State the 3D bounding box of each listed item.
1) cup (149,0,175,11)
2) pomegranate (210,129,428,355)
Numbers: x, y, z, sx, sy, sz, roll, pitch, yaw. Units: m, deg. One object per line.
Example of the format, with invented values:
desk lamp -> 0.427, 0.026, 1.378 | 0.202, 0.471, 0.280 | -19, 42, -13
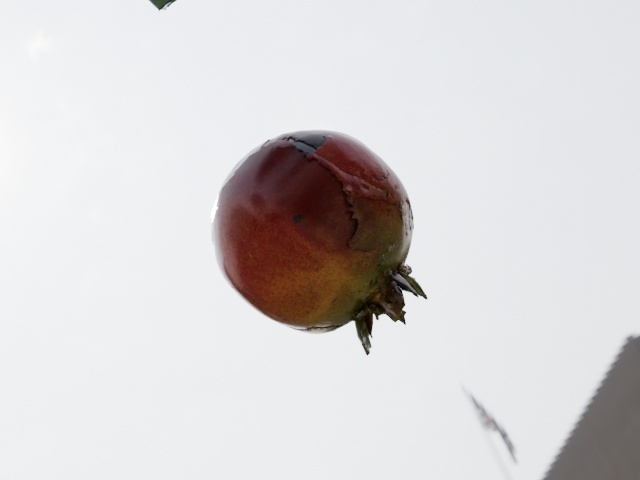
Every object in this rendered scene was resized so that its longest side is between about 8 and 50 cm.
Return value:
cup -> -0.186, -0.348, 1.453 | 0.134, 0.236, 0.148 | -43, 7, -17
pomegranate -> 0.000, 0.000, 1.503 | 0.210, 0.235, 0.210 | -41, -11, -10
